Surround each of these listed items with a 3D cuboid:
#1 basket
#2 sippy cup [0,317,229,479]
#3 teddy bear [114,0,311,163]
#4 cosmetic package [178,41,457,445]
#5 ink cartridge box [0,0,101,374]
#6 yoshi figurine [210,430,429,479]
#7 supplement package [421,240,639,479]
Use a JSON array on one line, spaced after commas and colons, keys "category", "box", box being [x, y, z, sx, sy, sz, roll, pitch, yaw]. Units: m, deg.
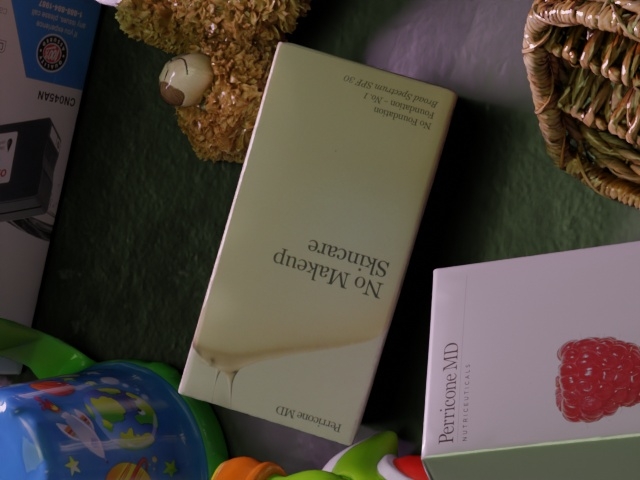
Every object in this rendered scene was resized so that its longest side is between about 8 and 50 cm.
[{"category": "basket", "box": [0.290, -0.107, 1.291, 0.299, 0.213, 0.223, 31, 101, 31]}, {"category": "sippy cup", "box": [-0.238, 0.221, 1.596, 0.305, 0.224, 0.240, 19, 96, 32]}, {"category": "teddy bear", "box": [-0.092, -0.242, 1.615, 0.245, 0.113, 0.338, 20, 96, 35]}, {"category": "cosmetic package", "box": [0.000, 0.000, 1.497, 0.160, 0.113, 0.309, 16, 94, 3]}, {"category": "ink cartridge box", "box": [-0.396, -0.075, 1.689, 0.166, 0.285, 0.394, 15, 94, 33]}, {"category": "yoshi figurine", "box": [0.075, 0.279, 1.421, 0.362, 0.203, 0.203, -3, 99, 30]}, {"category": "supplement package", "box": [0.237, 0.118, 1.254, 0.293, 0.175, 0.177, -9, 48, 17]}]
